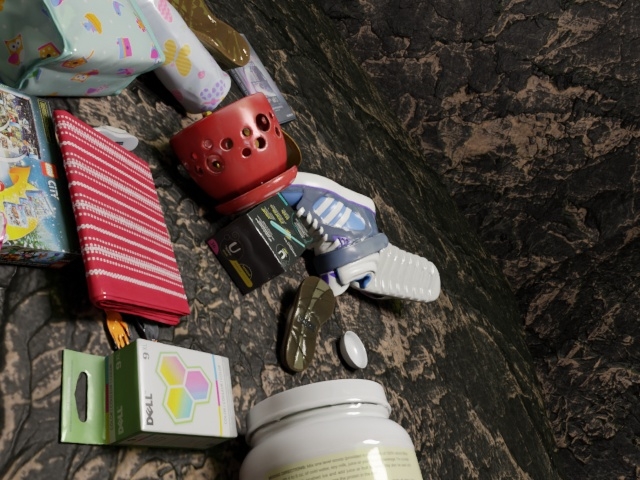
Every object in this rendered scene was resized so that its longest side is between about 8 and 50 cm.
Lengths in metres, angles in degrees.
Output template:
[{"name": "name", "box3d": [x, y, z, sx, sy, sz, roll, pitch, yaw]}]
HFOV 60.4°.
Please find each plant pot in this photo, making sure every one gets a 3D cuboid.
[{"name": "plant pot", "box3d": [-0.150, -0.149, 0.994, 0.174, 0.191, 0.191, 64, 23, -10]}]

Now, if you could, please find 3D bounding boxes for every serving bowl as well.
[{"name": "serving bowl", "box3d": [0.065, 0.236, 1.171, 0.083, 0.027, 0.083, 44, 29, -32]}]

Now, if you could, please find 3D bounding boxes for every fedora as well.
[{"name": "fedora", "box3d": [-0.135, -0.186, 1.149, 0.194, 0.194, 0.079, 40, 68, -38]}]

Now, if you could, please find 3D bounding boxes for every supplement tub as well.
[{"name": "supplement tub", "box3d": [0.025, 0.364, 0.684, 0.235, 0.235, 0.325, 31, 37, -48]}]

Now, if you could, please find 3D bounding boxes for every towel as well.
[{"name": "towel", "box3d": [-0.269, -0.023, 0.747, 0.275, 0.031, 0.199, 69, 10, 20]}]

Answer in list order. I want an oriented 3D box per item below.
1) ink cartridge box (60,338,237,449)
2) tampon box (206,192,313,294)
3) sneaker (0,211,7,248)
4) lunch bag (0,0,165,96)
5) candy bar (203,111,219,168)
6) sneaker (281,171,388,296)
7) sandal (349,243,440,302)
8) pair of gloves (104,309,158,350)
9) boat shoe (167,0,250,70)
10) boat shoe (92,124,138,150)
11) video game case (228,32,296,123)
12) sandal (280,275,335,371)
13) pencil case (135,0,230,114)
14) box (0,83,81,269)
[{"name": "ink cartridge box", "box3d": [-0.197, 0.186, 0.662, 0.209, 0.062, 0.109, 29, 39, -49]}, {"name": "tampon box", "box3d": [-0.106, 0.000, 1.006, 0.120, 0.101, 0.161, 56, 25, -7]}, {"name": "sneaker", "box3d": [-0.350, 0.077, 0.452, 0.111, 0.103, 0.252, 17, 51, -29]}, {"name": "lunch bag", "box3d": [-0.386, -0.348, 0.784, 0.262, 0.160, 0.223, 64, 24, -5]}, {"name": "candy bar", "box3d": [-0.215, -0.204, 1.129, 0.040, 0.018, 0.161, 32, 35, -53]}, {"name": "sneaker", "box3d": [0.000, 0.000, 1.191, 0.323, 0.130, 0.236, 14, 66, -35]}, {"name": "sandal", "box3d": [0.136, 0.077, 1.405, 0.416, 0.102, 0.169, 26, 57, -27]}, {"name": "pair of gloves", "box3d": [-0.243, 0.114, 0.718, 0.083, 0.010, 0.074, 12, 52, -61]}, {"name": "boat shoe", "box3d": [-0.288, -0.479, 1.237, 0.285, 0.089, 0.104, 36, 59, -38]}, {"name": "boat shoe", "box3d": [-0.327, -0.160, 0.844, 0.035, 0.035, 0.100, 38, 22, 19]}, {"name": "video game case", "box3d": [-0.176, -0.426, 1.456, 0.274, 0.026, 0.196, 58, 23, -7]}, {"name": "sandal", "box3d": [-0.034, 0.155, 1.040, 0.090, 0.060, 0.219, 41, 43, -24]}, {"name": "pencil case", "box3d": [-0.281, -0.356, 1.008, 0.273, 0.113, 0.124, 49, 4, -46]}, {"name": "box", "box3d": [-0.379, -0.085, 0.633, 0.159, 0.044, 0.233, 16, 49, -59]}]
